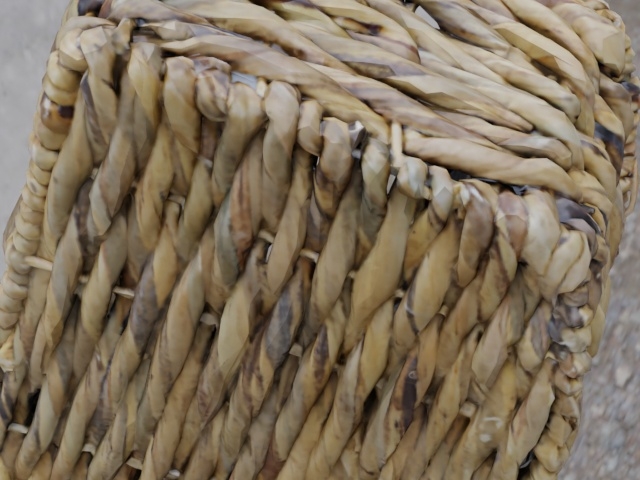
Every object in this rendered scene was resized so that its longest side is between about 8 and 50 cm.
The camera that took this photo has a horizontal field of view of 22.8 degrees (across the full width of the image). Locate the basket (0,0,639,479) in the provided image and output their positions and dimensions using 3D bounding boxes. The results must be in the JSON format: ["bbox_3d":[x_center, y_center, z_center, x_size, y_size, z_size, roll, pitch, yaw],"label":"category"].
[{"bbox_3d":[0.000,0.000,0.620,0.213,0.299,0.223,21,43,-3],"label":"basket"}]
